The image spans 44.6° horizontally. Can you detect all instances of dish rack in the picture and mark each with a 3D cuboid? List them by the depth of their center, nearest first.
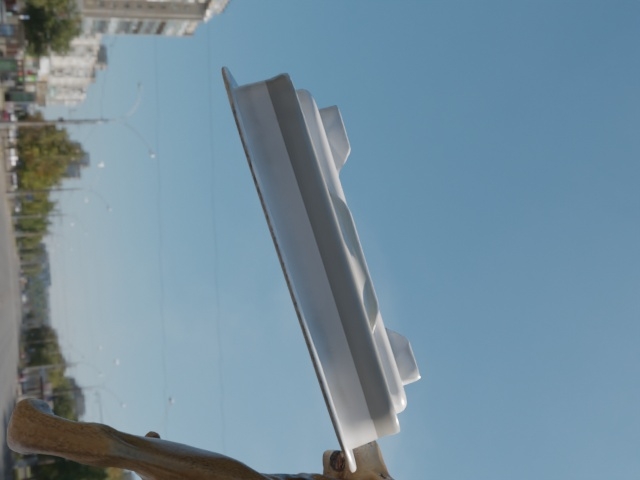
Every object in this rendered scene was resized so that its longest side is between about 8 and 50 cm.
[{"bbox_3d":[0.000,0.000,0.631,0.333,0.073,0.285,-113,-173,-82],"label":"dish rack"}]

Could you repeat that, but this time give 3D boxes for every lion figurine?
[{"bbox_3d":[-0.047,0.200,0.525,0.392,0.240,0.142,52,51,-76],"label":"lion figurine"}]
